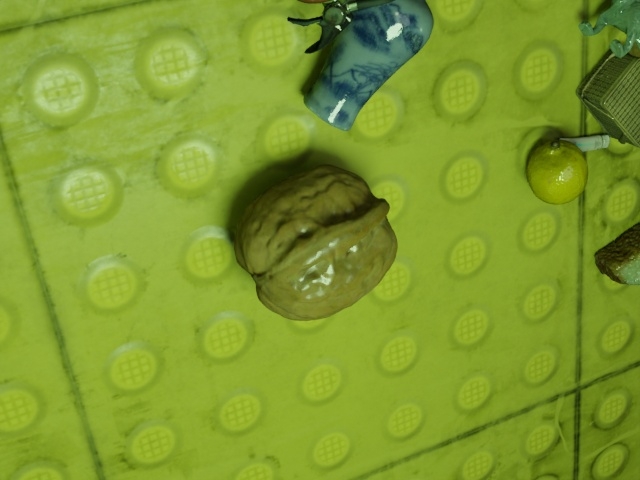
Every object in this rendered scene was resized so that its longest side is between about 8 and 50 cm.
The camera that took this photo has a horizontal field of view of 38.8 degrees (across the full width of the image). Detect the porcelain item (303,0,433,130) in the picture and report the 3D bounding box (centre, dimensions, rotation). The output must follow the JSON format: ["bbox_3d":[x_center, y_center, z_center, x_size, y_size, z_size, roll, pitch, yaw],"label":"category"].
[{"bbox_3d":[0.075,-0.294,1.371,0.141,0.141,0.259,21,112,-32],"label":"porcelain item"}]

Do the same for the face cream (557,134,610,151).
[{"bbox_3d":[0.487,-0.179,1.690,0.115,0.020,0.038,-10,118,-21],"label":"face cream"}]

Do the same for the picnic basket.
[{"bbox_3d":[0.556,-0.257,1.652,0.164,0.079,0.115,36,94,-34],"label":"picnic basket"}]

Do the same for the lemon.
[{"bbox_3d":[0.425,-0.124,1.633,0.109,0.109,0.133,-33,132,-9],"label":"lemon"}]

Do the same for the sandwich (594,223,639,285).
[{"bbox_3d":[0.723,0.041,1.862,0.288,0.099,0.254,-38,123,-7],"label":"sandwich"}]

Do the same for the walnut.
[{"bbox_3d":[0.000,0.000,1.418,0.257,0.257,0.224,-31,91,-10],"label":"walnut"}]

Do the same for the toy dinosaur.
[{"bbox_3d":[0.517,-0.333,1.547,0.129,0.076,0.382,-14,94,-9],"label":"toy dinosaur"}]

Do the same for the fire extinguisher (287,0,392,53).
[{"bbox_3d":[0.007,-0.432,1.188,0.113,0.200,0.376,-52,133,-43],"label":"fire extinguisher"}]
